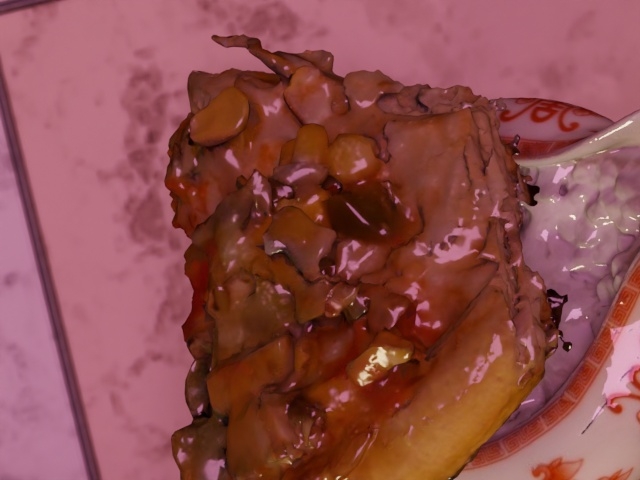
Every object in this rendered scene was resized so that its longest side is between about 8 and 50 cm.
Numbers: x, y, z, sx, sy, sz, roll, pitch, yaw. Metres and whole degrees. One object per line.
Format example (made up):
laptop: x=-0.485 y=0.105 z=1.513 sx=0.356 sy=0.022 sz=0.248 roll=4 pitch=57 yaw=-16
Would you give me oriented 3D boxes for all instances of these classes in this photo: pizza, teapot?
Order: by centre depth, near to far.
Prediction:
pizza: x=0.000 y=0.000 z=0.660 sx=0.147 sy=0.069 sz=0.226 roll=-30 pitch=52 yaw=31
teapot: x=0.055 y=0.035 z=0.704 sx=0.245 sy=0.116 sz=0.159 roll=-38 pitch=72 yaw=15
